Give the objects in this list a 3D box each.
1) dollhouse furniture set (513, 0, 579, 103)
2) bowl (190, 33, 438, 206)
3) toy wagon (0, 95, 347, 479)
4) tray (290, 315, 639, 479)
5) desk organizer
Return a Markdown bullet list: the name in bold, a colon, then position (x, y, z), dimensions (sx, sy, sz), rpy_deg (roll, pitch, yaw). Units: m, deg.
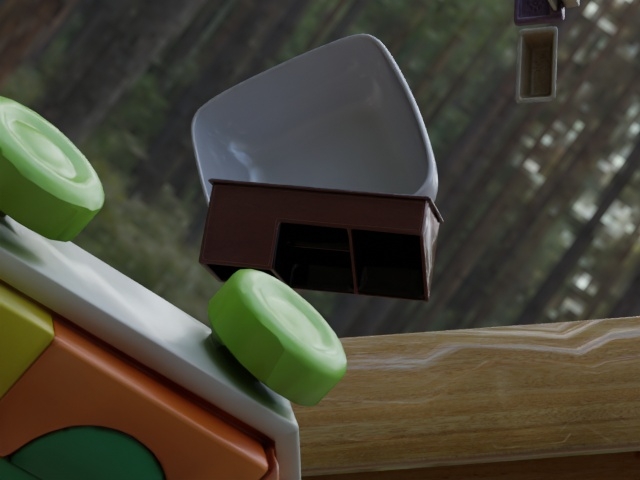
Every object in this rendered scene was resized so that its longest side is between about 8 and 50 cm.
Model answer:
- **dollhouse furniture set**: position (0.184, -0.170, 1.511), dimensions (0.091, 0.114, 0.081), rpy_deg (-3, -22, 20)
- **bowl**: position (0.001, -0.044, 1.200), dimensions (0.053, 0.142, 0.142), rpy_deg (55, 12, -54)
- **toy wagon**: position (-0.108, 0.113, 0.721), dimensions (0.344, 0.267, 0.068), rpy_deg (35, 17, -29)
- **tray**: position (0.114, 0.107, 1.030), dimensions (0.411, 0.076, 0.203), rpy_deg (-3, -23, -5)
- **desk organizer**: position (0.000, 0.000, 1.105), dimensions (0.130, 0.050, 0.047), rpy_deg (5, -15, 15)
